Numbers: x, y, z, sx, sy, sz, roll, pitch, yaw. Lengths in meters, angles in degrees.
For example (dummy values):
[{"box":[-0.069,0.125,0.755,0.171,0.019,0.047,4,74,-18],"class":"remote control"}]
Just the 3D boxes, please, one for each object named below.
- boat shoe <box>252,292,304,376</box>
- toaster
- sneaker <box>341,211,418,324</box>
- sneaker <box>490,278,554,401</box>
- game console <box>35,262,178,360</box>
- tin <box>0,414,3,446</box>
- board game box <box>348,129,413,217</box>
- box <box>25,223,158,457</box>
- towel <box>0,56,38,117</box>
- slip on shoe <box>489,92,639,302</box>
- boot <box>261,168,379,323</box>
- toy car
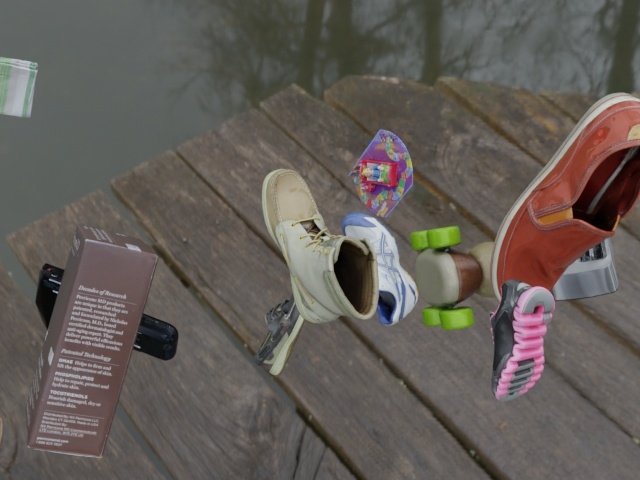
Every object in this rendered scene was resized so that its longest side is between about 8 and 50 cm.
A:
[{"box":[-0.073,0.161,1.444,0.073,0.224,0.080,20,22,-3],"class":"boat shoe"},{"box":[0.619,0.057,1.808,0.168,0.110,0.186,-11,44,23],"class":"toaster"},{"box":[0.136,0.071,1.842,0.296,0.111,0.131,56,43,-10],"class":"sneaker"},{"box":[0.177,0.090,0.694,0.047,0.119,0.057,0,20,-28],"class":"sneaker"},{"box":[-0.497,0.192,1.734,0.361,0.213,0.044,20,41,9],"class":"game console"},{"box":[-0.648,0.424,1.428,0.040,0.106,0.190,13,80,-32],"class":"tin"},{"box":[0.107,-0.124,1.430,0.033,0.169,0.133,-10,60,-36],"class":"board game box"},{"box":[-0.424,0.177,1.372,0.143,0.382,0.191,17,2,-24],"class":"box"},{"box":[-0.563,-0.261,1.264,0.152,0.113,0.023,3,41,-28],"class":"towel"},{"box":[0.325,-0.028,0.970,0.123,0.331,0.101,13,35,-22],"class":"slip on shoe"},{"box":[0.000,0.000,0.935,0.077,0.165,0.213,-17,90,-22],"class":"boot"},{"box":[0.256,0.048,1.194,0.188,0.149,0.155,-9,90,-12],"class":"toy car"}]
